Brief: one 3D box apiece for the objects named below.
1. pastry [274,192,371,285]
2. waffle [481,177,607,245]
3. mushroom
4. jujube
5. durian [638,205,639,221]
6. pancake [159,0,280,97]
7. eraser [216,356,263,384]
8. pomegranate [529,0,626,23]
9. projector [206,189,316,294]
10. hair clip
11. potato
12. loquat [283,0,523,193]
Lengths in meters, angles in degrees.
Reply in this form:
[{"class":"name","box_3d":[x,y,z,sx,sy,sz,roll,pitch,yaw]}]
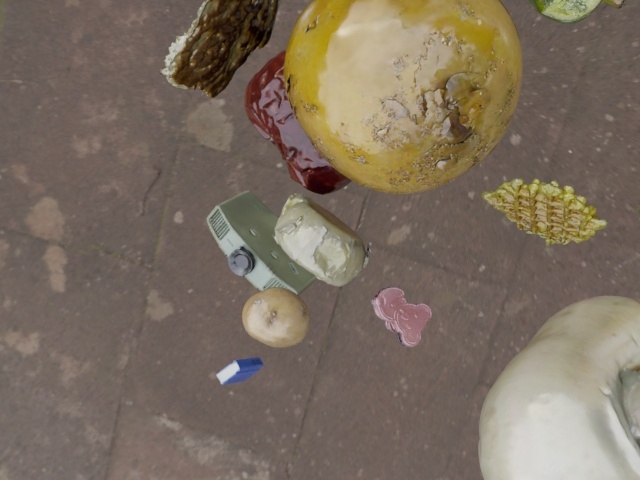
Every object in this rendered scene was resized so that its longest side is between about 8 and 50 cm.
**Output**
[{"class":"pastry","box_3d":[0.000,0.000,1.137,0.166,0.166,0.088,39,98,1]},{"class":"waffle","box_3d":[0.485,-0.065,1.556,0.243,0.238,0.059,30,76,-21]},{"class":"mushroom","box_3d":[0.346,0.213,0.814,0.353,0.325,0.353,-11,125,-16]},{"class":"jujube","box_3d":[0.001,-0.198,1.155,0.213,0.213,0.232,-34,90,16]},{"class":"durian","box_3d":[0.593,-0.011,0.850,0.339,0.204,0.256,-30,61,10]},{"class":"pancake","box_3d":[-0.110,-0.301,0.930,0.056,0.212,0.257,40,114,11]},{"class":"eraser","box_3d":[-0.168,0.273,1.504,0.063,0.084,0.027,-39,68,23]},{"class":"pomegranate","box_3d":[0.434,-0.442,1.221,0.169,0.122,0.143,13,105,-4]},{"class":"projector","box_3d":[-0.137,0.023,1.636,0.269,0.193,0.088,48,121,4]},{"class":"hair clip","box_3d":[0.201,0.183,1.796,0.102,0.123,0.138,6,138,46]},{"class":"potato","box_3d":[-0.079,0.149,1.347,0.147,0.112,0.112,14,110,-36]},{"class":"loquat","box_3d":[0.082,-0.161,0.719,0.235,0.235,0.235,3,103,11]}]
